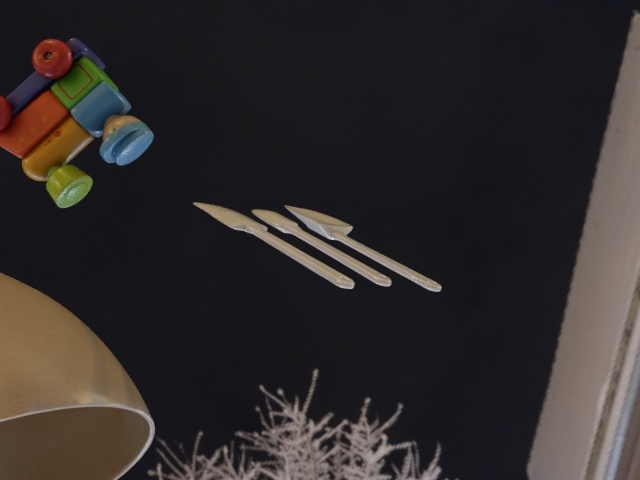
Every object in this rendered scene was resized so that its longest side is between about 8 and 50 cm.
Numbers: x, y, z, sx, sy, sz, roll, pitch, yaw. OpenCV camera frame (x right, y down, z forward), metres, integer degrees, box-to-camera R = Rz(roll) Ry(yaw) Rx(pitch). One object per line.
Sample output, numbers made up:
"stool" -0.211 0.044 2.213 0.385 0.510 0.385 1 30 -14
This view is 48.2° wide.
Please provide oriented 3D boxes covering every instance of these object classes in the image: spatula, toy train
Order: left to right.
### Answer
"toy train" -0.314 -0.091 0.792 0.248 0.105 0.143 -42 -99 0
"spatula" 0.000 0.000 0.728 0.168 0.242 0.019 7 -76 -42

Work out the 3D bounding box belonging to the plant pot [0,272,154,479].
"plant pot" -0.312 0.135 0.619 0.284 0.191 0.284 -24 -27 -13
